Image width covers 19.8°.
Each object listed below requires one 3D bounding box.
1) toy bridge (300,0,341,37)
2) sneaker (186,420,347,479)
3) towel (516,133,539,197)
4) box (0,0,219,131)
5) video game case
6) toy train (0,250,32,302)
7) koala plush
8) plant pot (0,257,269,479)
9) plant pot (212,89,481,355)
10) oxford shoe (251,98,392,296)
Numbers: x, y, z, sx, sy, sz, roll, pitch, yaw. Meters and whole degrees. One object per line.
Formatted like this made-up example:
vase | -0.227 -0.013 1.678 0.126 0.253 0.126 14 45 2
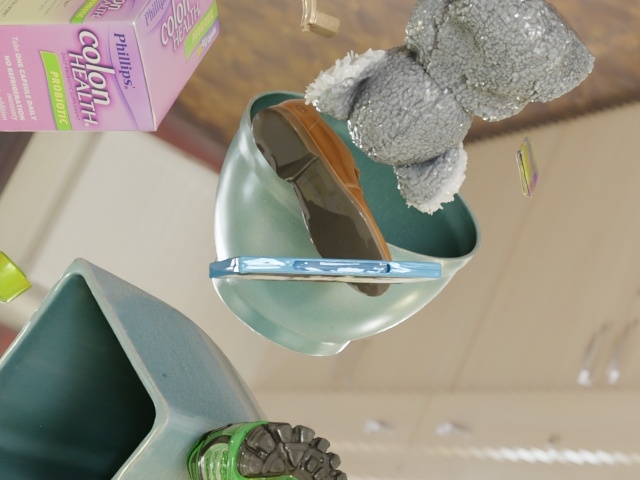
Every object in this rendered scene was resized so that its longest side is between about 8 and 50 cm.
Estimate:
toy bridge | 0.005 -0.294 1.820 0.063 0.188 0.026 19 165 -26
sneaker | -0.019 0.314 1.688 0.146 0.134 0.343 4 115 55
towel | 0.244 -0.089 2.161 0.009 0.060 0.083 -9 -163 17
box | -0.249 -0.206 1.798 0.243 0.213 0.117 0 122 16
video game case | 0.002 0.025 1.499 0.166 0.015 0.119 2 176 -15
toy train | -0.287 0.065 1.464 0.105 0.143 0.248 28 156 55
koala plush | 0.109 -0.148 1.624 0.196 0.221 0.203 47 -168 -19
plant pot | -0.176 0.213 1.844 0.252 0.247 0.248 24 -158 -42
plant pot | 0.000 0.000 2.002 0.293 0.196 0.293 28 -156 -14
oxford shoe | 0.020 -0.047 1.782 0.076 0.076 0.212 -27 92 42
